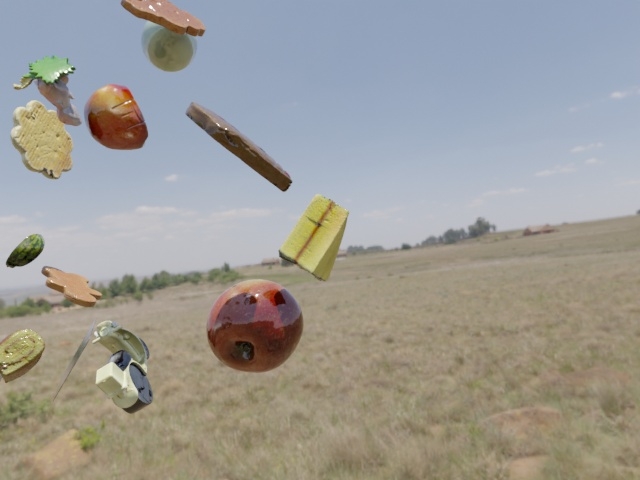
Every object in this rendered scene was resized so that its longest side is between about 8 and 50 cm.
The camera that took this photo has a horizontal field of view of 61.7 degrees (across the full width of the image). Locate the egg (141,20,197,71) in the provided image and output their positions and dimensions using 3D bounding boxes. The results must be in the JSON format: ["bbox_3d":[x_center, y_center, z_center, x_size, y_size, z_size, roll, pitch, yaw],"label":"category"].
[{"bbox_3d":[-0.628,-0.829,2.236,0.230,0.230,0.371,-5,5,-18],"label":"egg"}]

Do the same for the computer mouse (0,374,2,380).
[{"bbox_3d":[-1.248,0.408,1.873,0.121,0.297,0.184,-47,-3,16],"label":"computer mouse"}]

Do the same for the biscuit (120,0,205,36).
[{"bbox_3d":[-0.566,-0.810,1.918,0.334,0.202,0.047,4,-46,-45],"label":"biscuit"}]

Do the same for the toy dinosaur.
[{"bbox_3d":[-0.803,-0.462,1.638,0.194,0.152,0.177,28,-42,-3],"label":"toy dinosaur"}]

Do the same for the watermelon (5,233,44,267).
[{"bbox_3d":[-1.061,0.043,1.949,0.163,0.069,0.087,-53,7,-27],"label":"watermelon"}]

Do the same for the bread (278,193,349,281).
[{"bbox_3d":[0.002,-0.004,1.896,0.167,0.264,0.163,33,-2,24],"label":"bread"}]

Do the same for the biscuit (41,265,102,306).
[{"bbox_3d":[-0.735,0.144,1.587,0.165,0.036,0.250,26,1,-44],"label":"biscuit"}]

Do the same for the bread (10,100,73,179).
[{"bbox_3d":[-1.098,-0.393,2.117,0.054,0.316,0.316,-9,-3,17],"label":"bread"}]

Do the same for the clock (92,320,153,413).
[{"bbox_3d":[-0.712,0.442,1.952,0.120,0.276,0.379,-31,36,-3],"label":"clock"}]

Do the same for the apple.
[{"bbox_3d":[-0.240,0.316,1.968,0.348,0.348,0.277,-7,29,18],"label":"apple"}]

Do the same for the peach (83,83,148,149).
[{"bbox_3d":[-0.843,-0.493,2.229,0.245,0.275,0.248,-33,3,2],"label":"peach"}]

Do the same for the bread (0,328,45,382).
[{"bbox_3d":[-0.818,0.309,1.453,0.132,0.103,0.172,-43,4,-33],"label":"bread"}]

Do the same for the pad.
[{"bbox_3d":[-0.762,0.367,1.667,0.003,0.235,0.158,30,7,-21],"label":"pad"}]

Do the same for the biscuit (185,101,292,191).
[{"bbox_3d":[-0.241,-0.286,1.634,0.381,0.074,0.359,35,7,-15],"label":"biscuit"}]
